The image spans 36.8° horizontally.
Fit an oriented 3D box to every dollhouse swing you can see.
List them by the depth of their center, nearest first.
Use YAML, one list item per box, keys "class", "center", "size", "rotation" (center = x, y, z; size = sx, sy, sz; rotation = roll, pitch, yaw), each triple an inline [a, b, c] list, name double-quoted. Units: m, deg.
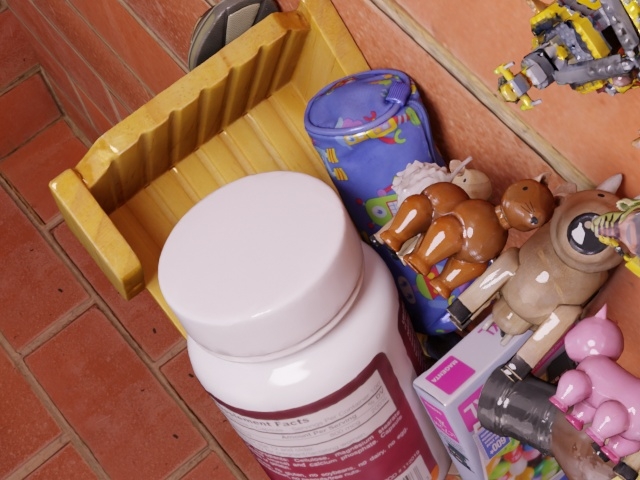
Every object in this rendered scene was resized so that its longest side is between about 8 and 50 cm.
- class: "dollhouse swing"
  center: [-0.061, -0.020, 1.081]
  size: [0.305, 0.346, 0.315]
  rotation: [52, 167, 2]

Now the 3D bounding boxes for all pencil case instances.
- class: "pencil case"
  center: [0.097, -0.035, 1.018]
  size: [0.133, 0.119, 0.306]
  rotation: [-11, 126, 28]

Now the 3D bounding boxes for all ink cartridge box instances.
- class: "ink cartridge box"
  center: [0.232, 0.206, 1.059]
  size: [0.065, 0.185, 0.311]
  rotation: [33, 157, 48]

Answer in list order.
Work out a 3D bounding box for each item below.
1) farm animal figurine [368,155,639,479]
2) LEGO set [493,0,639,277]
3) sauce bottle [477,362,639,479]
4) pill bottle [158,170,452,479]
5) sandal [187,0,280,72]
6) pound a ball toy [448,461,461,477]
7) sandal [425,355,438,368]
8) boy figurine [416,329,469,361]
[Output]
- class: "farm animal figurine"
  center: [0.213, 0.044, 0.788]
  size: [0.330, 0.172, 0.327]
  rotation: [45, 179, -5]
- class: "LEGO set"
  center: [0.210, -0.017, 0.534]
  size: [0.331, 0.192, 0.255]
  rotation: [55, 166, -14]
- class: "sauce bottle"
  center: [0.298, 0.198, 0.838]
  size: [0.344, 0.111, 0.111]
  rotation: [21, 149, 41]
- class: "pill bottle"
  center: [-0.006, 0.129, 1.020]
  size: [0.224, 0.224, 0.392]
  rotation: [38, 161, 44]
- class: "sandal"
  center: [-0.125, -0.248, 1.223]
  size: [0.086, 0.120, 0.303]
  rotation: [65, 168, 4]
- class: "pound a ball toy"
  center: [0.197, 0.270, 1.364]
  size: [0.208, 0.136, 0.319]
  rotation: [21, 164, -9]
- class: "sandal"
  center: [0.133, 0.162, 1.410]
  size: [0.089, 0.060, 0.219]
  rotation: [17, -175, -9]
- class: "boy figurine"
  center: [0.143, 0.104, 1.291]
  size: [0.177, 0.092, 0.285]
  rotation: [25, -164, -51]
